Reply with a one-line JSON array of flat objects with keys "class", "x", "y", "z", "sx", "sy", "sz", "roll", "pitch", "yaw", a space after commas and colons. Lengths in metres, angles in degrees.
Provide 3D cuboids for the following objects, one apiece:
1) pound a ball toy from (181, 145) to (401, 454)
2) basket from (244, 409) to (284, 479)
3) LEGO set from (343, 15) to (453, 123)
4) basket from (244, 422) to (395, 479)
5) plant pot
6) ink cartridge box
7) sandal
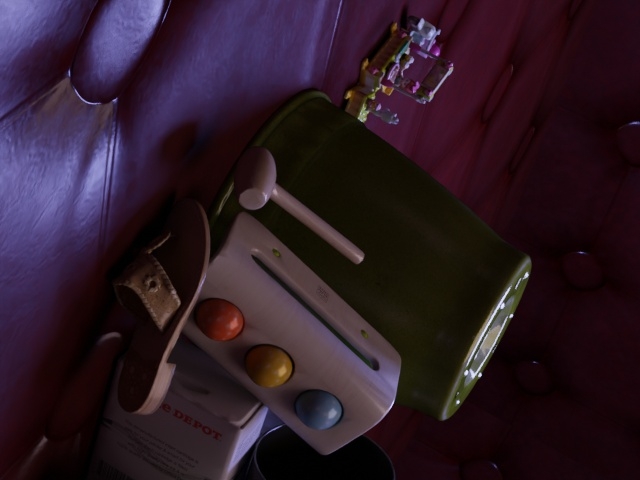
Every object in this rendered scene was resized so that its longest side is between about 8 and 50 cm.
[{"class": "pound a ball toy", "x": -0.038, "y": 0.079, "z": 1.548, "sx": 0.208, "sy": 0.319, "sz": 0.136, "roll": -36, "pitch": -160, "yaw": 30}, {"class": "basket", "x": -0.074, "y": 0.292, "z": 1.906, "sx": 0.255, "sy": 0.201, "sz": 0.289, "roll": -36, "pitch": 154, "yaw": -61}, {"class": "LEGO set", "x": 0.100, "y": -0.186, "z": 1.957, "sx": 0.287, "sy": 0.107, "sz": 0.132, "roll": -60, "pitch": 166, "yaw": -8}, {"class": "basket", "x": -0.035, "y": 0.360, "z": 1.725, "sx": 0.204, "sy": 0.154, "sz": 0.227, "roll": -6, "pitch": 131, "yaw": -44}, {"class": "plant pot", "x": 0.066, "y": 0.046, "z": 1.774, "sx": 0.366, "sy": 0.353, "sz": 0.366, "roll": -56, "pitch": 165, "yaw": -23}, {"class": "ink cartridge box", "x": -0.176, "y": 0.249, "z": 1.670, "sx": 0.100, "sy": 0.172, "sz": 0.237, "roll": -44, "pitch": 158, "yaw": -56}, {"class": "sandal", "x": -0.187, "y": 0.064, "z": 1.469, "sx": 0.079, "sy": 0.088, "sz": 0.240, "roll": 17, "pitch": 86, "yaw": -45}]
